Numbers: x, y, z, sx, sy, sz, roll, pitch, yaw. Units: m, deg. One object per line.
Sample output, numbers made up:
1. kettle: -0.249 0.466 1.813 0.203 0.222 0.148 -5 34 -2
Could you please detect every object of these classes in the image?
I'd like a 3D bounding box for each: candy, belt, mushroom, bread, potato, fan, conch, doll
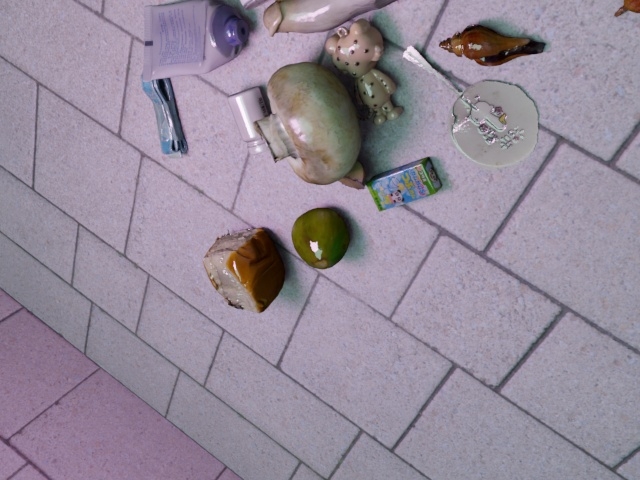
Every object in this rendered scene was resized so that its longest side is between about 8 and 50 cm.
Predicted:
1. candy: 0.232 -0.157 1.747 0.194 0.062 0.097 -18 105 37
2. belt: -0.518 -0.415 2.062 0.072 0.087 0.302 1 116 26
3. mushroom: 0.031 -0.600 1.556 0.397 0.177 0.126 -6 110 39
4. bread: -0.248 0.103 2.073 0.225 0.279 0.250 -10 111 21
5. potato: 0.098 -0.203 1.790 0.172 0.089 0.101 20 172 47
6. fan: 0.375 -0.350 1.577 0.415 0.012 0.233 44 129 0
7. conch: 0.396 -0.452 1.463 0.233 0.080 0.086 26 135 17
8. doll: 0.118 -0.436 1.639 0.154 0.119 0.278 -3 124 36
9. mushroom: -0.035 -0.306 1.663 0.260 0.352 0.352 -27 103 -6

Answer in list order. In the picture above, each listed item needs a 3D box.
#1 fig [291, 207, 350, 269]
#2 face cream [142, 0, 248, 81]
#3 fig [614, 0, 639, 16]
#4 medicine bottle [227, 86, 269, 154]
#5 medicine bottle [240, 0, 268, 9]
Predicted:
1. fig: 0.000 0.000 1.917 0.181 0.191 0.181 -2 136 -2
2. face cream: -0.390 -0.602 1.848 0.420 0.137 0.234 6 98 34
3. fig: 0.649 -0.506 1.250 0.153 0.119 0.119 -26 100 41
4. medicine bottle: -0.204 -0.361 1.882 0.103 0.103 0.186 -6 113 35
5. medicine bottle: -0.209 -0.754 1.636 0.143 0.143 0.258 -19 103 38
